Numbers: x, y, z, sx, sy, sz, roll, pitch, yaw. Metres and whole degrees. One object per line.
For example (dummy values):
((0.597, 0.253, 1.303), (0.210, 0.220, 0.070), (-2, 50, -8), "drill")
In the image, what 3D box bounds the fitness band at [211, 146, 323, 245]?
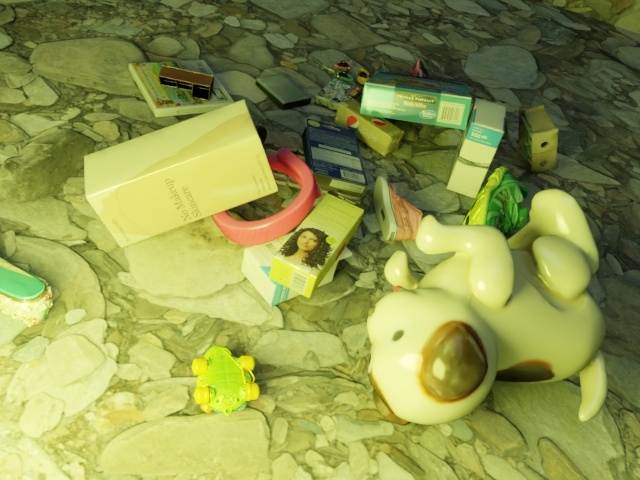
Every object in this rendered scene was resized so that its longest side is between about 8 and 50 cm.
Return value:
((-0.119, -0.094, 1.172), (0.209, 0.054, 0.291), (-28, 37, -12), "fitness band")

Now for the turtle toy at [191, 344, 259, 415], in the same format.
((-0.147, 0.208, 0.902), (0.095, 0.066, 0.130), (1, 42, -19), "turtle toy")

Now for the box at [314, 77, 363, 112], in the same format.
((0.052, -0.402, 1.669), (0.093, 0.027, 0.137), (23, 42, 11), "box")

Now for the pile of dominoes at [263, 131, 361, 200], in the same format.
((-0.041, -0.168, 1.393), (0.251, 0.040, 0.196), (11, 40, -18), "pile of dominoes")

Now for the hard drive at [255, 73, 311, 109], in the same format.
((-0.101, -0.403, 1.627), (0.094, 0.022, 0.135), (-21, 53, -35), "hard drive")

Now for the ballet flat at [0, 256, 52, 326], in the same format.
((-0.519, 0.063, 0.937), (0.240, 0.077, 0.091), (29, 41, 18), "ballet flat")

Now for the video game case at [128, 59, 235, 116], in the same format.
((-0.356, -0.393, 1.535), (0.206, 0.026, 0.227), (-12, 49, -29), "video game case")

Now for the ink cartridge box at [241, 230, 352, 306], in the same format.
((-0.042, 0.041, 1.123), (0.181, 0.062, 0.104), (-20, 53, -33), "ink cartridge box")

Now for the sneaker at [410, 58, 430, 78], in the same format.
((0.318, -0.524, 1.884), (0.057, 0.047, 0.119), (21, 43, -17), "sneaker")

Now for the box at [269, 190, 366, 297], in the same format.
((0.000, 0.000, 1.089), (0.087, 0.058, 0.232), (25, 41, 10), "box")

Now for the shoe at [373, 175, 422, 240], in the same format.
((0.170, -0.068, 1.315), (0.081, 0.064, 0.178), (5, 47, -15), "shoe")

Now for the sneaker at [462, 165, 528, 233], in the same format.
((0.399, -0.062, 1.338), (0.123, 0.109, 0.295), (32, 49, 8), "sneaker")

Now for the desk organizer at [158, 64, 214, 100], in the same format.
((-0.332, -0.388, 1.481), (0.130, 0.047, 0.050), (10, 44, -7), "desk organizer")

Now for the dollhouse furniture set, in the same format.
((0.522, -0.262, 1.614), (0.183, 0.129, 0.129), (-11, 43, 7), "dollhouse furniture set")

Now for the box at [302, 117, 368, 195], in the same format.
((0.030, -0.199, 1.403), (0.136, 0.037, 0.225), (12, 41, -17), "box")

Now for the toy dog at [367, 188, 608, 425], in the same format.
((0.247, 0.148, 0.979), (0.407, 0.284, 0.396), (-17, 81, -33), "toy dog")

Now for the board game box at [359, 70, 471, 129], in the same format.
((0.251, -0.372, 1.558), (0.253, 0.079, 0.336), (10, 22, 7), "board game box")

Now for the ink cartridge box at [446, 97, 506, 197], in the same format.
((0.376, -0.222, 1.448), (0.082, 0.191, 0.140), (18, 41, 5), "ink cartridge box")

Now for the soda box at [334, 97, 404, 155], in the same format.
((0.123, -0.292, 1.545), (0.181, 0.061, 0.058), (40, 46, 25), "soda box")

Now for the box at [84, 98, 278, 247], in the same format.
((-0.251, -0.121, 1.091), (0.311, 0.148, 0.121), (-21, 48, -1), "box")

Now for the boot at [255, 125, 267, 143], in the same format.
((-0.227, -0.205, 1.302), (0.219, 0.082, 0.106), (-35, 53, -23), "boot")

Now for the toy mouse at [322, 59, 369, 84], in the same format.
((0.071, -0.493, 1.774), (0.143, 0.031, 0.161), (2, 43, -16), "toy mouse")
